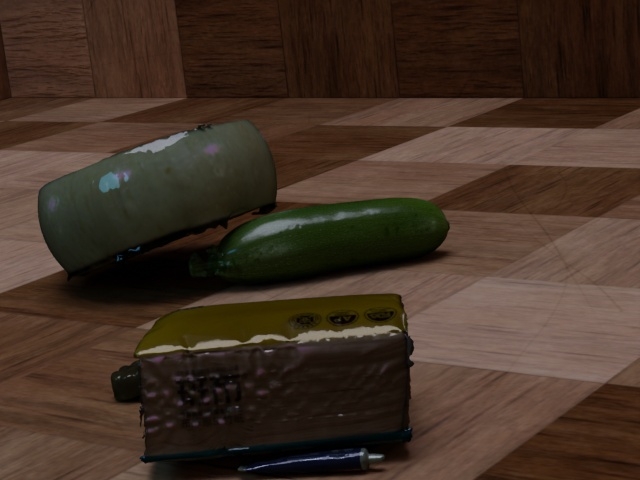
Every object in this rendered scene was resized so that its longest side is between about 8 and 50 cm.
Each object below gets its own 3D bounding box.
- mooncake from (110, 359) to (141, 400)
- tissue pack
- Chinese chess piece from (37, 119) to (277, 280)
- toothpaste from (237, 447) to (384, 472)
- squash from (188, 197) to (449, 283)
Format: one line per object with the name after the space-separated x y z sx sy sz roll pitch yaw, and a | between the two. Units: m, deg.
-0.344 0.183 1.693 0.347 0.057 0.150 -9 0 -41 | mooncake
-0.043 0.131 1.558 0.271 0.134 0.192 -5 8 0 | tissue pack
-0.232 -0.059 2.254 0.349 0.146 0.349 -19 1 0 | Chinese chess piece
-0.008 0.210 1.477 0.140 0.021 0.037 -5 5 13 | toothpaste
0.000 0.000 2.184 0.379 0.101 0.101 -10 14 -11 | squash
